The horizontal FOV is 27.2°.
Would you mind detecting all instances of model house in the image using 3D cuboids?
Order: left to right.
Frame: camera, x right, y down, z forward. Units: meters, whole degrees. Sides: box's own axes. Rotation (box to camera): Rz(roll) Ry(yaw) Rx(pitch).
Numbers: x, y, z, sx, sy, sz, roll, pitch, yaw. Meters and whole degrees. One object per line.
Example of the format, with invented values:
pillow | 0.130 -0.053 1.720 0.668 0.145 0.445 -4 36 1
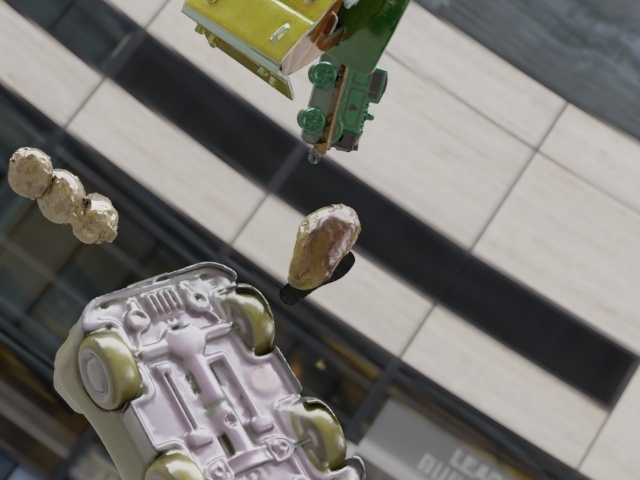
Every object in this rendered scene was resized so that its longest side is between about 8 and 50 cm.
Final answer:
model house | -0.047 -0.372 1.708 0.300 0.323 0.340 34 -55 8

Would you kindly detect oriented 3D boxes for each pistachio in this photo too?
pistachio | 0.000 0.000 2.124 0.090 0.173 0.049 30 -28 12

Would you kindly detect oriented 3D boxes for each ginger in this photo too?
ginger | -0.406 -0.069 2.076 0.204 0.080 0.104 37 23 -33

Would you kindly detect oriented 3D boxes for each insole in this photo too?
insole | -0.005 0.062 2.260 0.053 0.153 0.002 55 -16 -4

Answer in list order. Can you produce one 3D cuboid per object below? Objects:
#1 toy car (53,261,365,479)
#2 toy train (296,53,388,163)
toy car | -0.143 0.220 1.501 0.336 0.242 0.226 58 -39 17
toy train | 0.037 -0.237 2.265 0.136 0.227 0.091 12 6 -7
